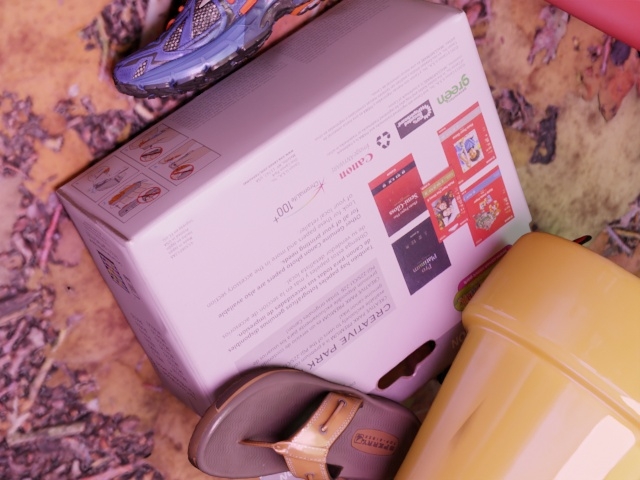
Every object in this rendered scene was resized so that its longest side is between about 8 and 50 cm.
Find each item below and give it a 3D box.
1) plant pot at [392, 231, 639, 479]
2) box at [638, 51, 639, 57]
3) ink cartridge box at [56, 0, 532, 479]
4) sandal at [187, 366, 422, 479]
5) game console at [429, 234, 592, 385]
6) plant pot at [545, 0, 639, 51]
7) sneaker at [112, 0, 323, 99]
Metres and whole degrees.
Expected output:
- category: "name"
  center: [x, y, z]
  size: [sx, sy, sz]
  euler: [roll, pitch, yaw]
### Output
- category: "plant pot"
  center: [0.177, 0.162, 1.076]
  size: [0.239, 0.254, 0.254]
  euler: [-50, 125, -7]
- category: "box"
  center: [0.454, -0.159, 1.217]
  size: [0.257, 0.322, 0.079]
  euler: [-28, 120, -5]
- category: "ink cartridge box"
  center: [0.000, 0.000, 1.125]
  size: [0.309, 0.130, 0.272]
  euler: [-35, 125, -18]
- category: "sandal"
  center: [0.002, 0.151, 1.068]
  size: [0.219, 0.060, 0.090]
  euler: [18, 98, -39]
- category: "game console"
  center: [0.174, 0.065, 1.289]
  size: [0.144, 0.085, 0.124]
  euler: [-26, 118, -23]
- category: "plant pot"
  center: [0.266, -0.267, 1.101]
  size: [0.243, 0.275, 0.275]
  euler: [21, 95, 8]
- category: "sneaker"
  center: [-0.065, -0.182, 1.061]
  size: [0.221, 0.083, 0.087]
  euler: [-38, 91, -8]
